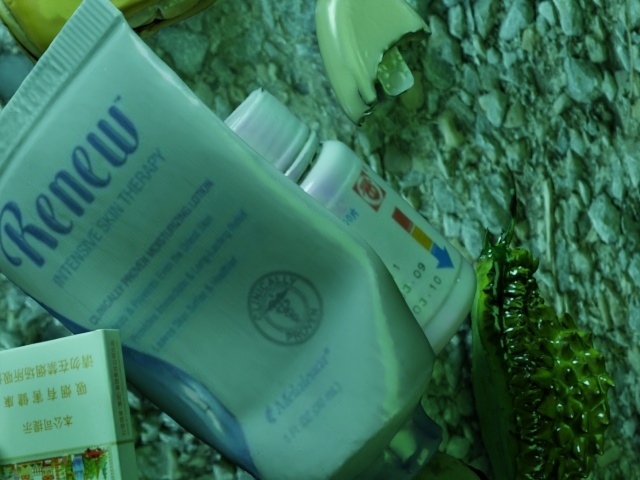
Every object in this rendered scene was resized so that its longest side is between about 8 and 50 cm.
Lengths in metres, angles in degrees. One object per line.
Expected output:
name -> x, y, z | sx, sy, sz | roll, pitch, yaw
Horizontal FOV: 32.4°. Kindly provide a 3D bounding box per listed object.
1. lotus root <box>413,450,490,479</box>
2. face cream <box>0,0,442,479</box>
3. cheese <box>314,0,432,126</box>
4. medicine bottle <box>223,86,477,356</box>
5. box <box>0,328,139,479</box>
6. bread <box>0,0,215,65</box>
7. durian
lotus root -> 0.027, 0.283, 0.891 | 0.309, 0.173, 0.173 | -27, 91, -27
face cream -> -0.079, 0.036, 0.842 | 0.420, 0.235, 0.137 | 42, 22, -1
cheese -> 0.022, -0.238, 1.071 | 0.127, 0.049, 0.235 | -33, 93, -27
medicine bottle -> 0.000, 0.000, 0.945 | 0.254, 0.152, 0.152 | 41, 63, -12
box -> -0.190, 0.185, 0.825 | 0.032, 0.122, 0.221 | 7, 71, -64
bread -> -0.178, -0.226, 0.942 | 0.200, 0.077, 0.116 | -34, 94, -23
durian -> 0.203, 0.142, 1.032 | 0.106, 0.132, 0.375 | -1, 84, -15
